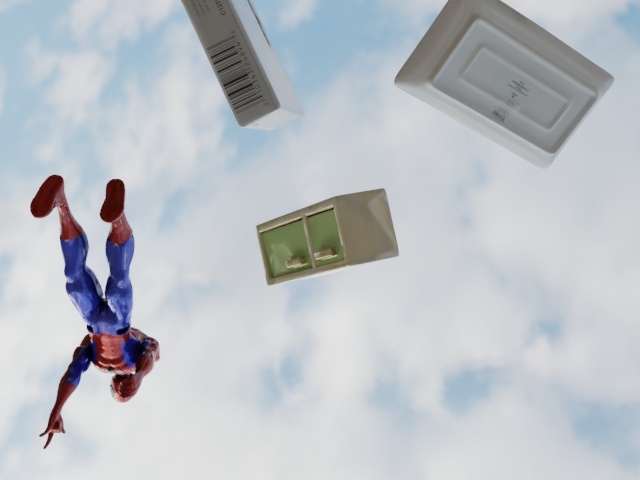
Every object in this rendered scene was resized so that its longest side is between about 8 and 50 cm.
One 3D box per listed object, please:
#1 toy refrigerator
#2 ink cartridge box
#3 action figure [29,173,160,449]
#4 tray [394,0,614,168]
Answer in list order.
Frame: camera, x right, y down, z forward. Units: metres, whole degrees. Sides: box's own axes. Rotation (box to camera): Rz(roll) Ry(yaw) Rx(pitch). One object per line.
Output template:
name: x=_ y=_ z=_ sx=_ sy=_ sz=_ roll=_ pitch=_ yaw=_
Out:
toy refrigerator: x=0.000 y=0.000 z=1.600 sx=0.269 sy=0.094 sz=0.102 roll=-16 pitch=-95 yaw=60
ink cartridge box: x=-0.132 y=-0.310 z=1.501 sx=0.071 sy=0.330 sz=0.324 roll=-26 pitch=-88 yaw=5
action figure: x=-0.203 y=0.087 z=0.958 sx=0.091 sy=0.280 sz=0.139 roll=5 pitch=-130 yaw=6
tray: x=0.226 y=-0.183 z=1.264 sx=0.145 sy=0.270 sz=0.030 roll=-54 pitch=-145 yaw=19
